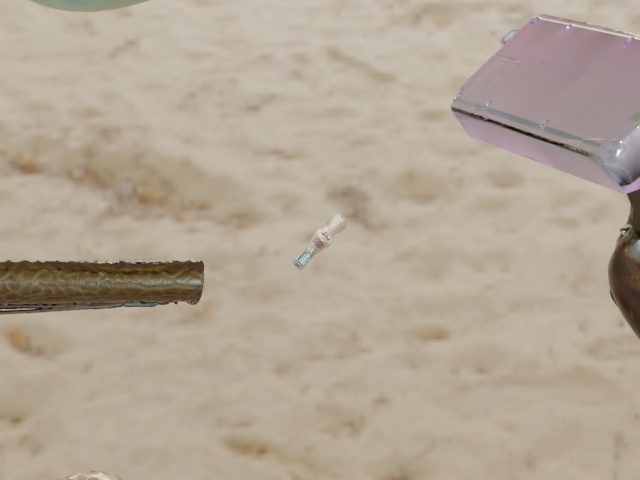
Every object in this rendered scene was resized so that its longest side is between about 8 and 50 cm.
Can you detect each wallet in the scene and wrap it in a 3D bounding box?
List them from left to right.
[{"bbox_3d":[-0.202,0.029,1.127,0.243,0.039,0.133,0,-1,-17],"label":"wallet"}]

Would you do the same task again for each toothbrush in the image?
[{"bbox_3d":[0.000,0.000,1.579,0.022,0.017,0.204,-41,1,13],"label":"toothbrush"}]

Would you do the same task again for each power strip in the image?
[{"bbox_3d":[0.185,-0.102,1.290,0.109,0.037,0.279,-44,23,-6],"label":"power strip"}]

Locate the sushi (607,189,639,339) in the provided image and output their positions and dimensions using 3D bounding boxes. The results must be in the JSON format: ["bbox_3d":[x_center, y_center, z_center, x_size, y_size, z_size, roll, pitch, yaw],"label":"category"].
[{"bbox_3d":[0.345,0.034,1.453,0.212,0.227,0.215,-47,34,3],"label":"sushi"}]

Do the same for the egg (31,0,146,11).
[{"bbox_3d":[-0.178,-0.278,1.531,0.231,0.168,0.168,-24,33,-24],"label":"egg"}]

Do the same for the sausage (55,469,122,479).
[{"bbox_3d":[-0.285,0.326,1.940,0.134,0.116,0.354,47,17,13],"label":"sausage"}]
